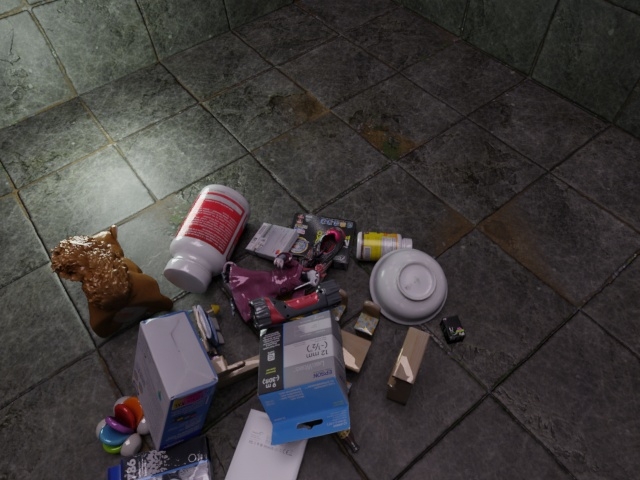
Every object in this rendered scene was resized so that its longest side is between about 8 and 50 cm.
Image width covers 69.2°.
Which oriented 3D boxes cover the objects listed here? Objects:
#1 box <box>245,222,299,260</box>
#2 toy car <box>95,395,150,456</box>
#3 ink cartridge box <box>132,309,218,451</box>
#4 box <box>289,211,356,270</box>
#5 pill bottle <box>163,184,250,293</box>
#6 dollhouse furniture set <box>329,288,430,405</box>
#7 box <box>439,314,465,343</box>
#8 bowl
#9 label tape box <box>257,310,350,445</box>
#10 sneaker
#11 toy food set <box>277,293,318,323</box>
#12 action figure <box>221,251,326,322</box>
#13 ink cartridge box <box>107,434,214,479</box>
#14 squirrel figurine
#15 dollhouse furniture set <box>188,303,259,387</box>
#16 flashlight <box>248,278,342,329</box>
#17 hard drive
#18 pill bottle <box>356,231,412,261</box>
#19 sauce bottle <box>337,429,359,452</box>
[{"bbox_3d":[-0.197,0.006,1.896,0.186,0.038,0.145,12,60,38],"label":"box"},{"bbox_3d":[-0.631,0.587,1.488,0.159,0.136,0.182,24,59,18],"label":"toy car"},{"bbox_3d":[-0.462,0.447,1.423,0.151,0.395,0.270,-9,49,-37],"label":"ink cartridge box"},{"bbox_3d":[0.000,0.000,1.924,0.270,0.060,0.216,9,55,9],"label":"box"},{"bbox_3d":[-0.450,-0.006,1.845,0.229,0.229,0.408,12,56,11],"label":"pill bottle"},{"bbox_3d":[0.131,0.365,1.540,0.394,0.256,0.362,20,58,15],"label":"dollhouse furniture set"},{"bbox_3d":[0.478,0.322,1.680,0.062,0.052,0.083,-9,54,-5],"label":"box"},{"bbox_3d":[0.336,0.156,1.697,0.297,0.134,0.298,1,74,-3],"label":"bowl"},{"bbox_3d":[-0.056,0.408,1.408,0.249,0.115,0.348,-18,42,13],"label":"label tape box"},{"bbox_3d":[-0.017,0.073,1.784,0.121,0.112,0.299,32,95,8],"label":"sneaker"},{"bbox_3d":[-0.109,0.265,1.735,0.217,0.071,0.128,17,39,25],"label":"toy food set"},{"bbox_3d":[-0.156,0.167,1.700,0.370,0.275,0.248,-14,100,-14],"label":"action figure"},{"bbox_3d":[-0.501,0.732,1.427,0.332,0.065,0.165,-15,56,-7],"label":"ink cartridge box"},{"bbox_3d":[-0.774,0.100,1.683,0.281,0.397,0.370,-26,66,-10],"label":"squirrel figurine"},{"bbox_3d":[-0.317,0.312,1.579,0.198,0.286,0.303,-21,68,-12],"label":"dollhouse furniture set"},{"bbox_3d":[-0.081,0.203,1.536,0.304,0.103,0.103,-17,55,-21],"label":"flashlight"},{"bbox_3d":[-0.175,0.712,1.439,0.210,0.040,0.319,12,56,11],"label":"hard drive"},{"bbox_3d":[0.254,0.028,1.858,0.215,0.117,0.117,4,55,5],"label":"pill bottle"},{"bbox_3d":[0.079,0.620,1.493,0.042,0.042,0.128,-32,59,-19],"label":"sauce bottle"}]
